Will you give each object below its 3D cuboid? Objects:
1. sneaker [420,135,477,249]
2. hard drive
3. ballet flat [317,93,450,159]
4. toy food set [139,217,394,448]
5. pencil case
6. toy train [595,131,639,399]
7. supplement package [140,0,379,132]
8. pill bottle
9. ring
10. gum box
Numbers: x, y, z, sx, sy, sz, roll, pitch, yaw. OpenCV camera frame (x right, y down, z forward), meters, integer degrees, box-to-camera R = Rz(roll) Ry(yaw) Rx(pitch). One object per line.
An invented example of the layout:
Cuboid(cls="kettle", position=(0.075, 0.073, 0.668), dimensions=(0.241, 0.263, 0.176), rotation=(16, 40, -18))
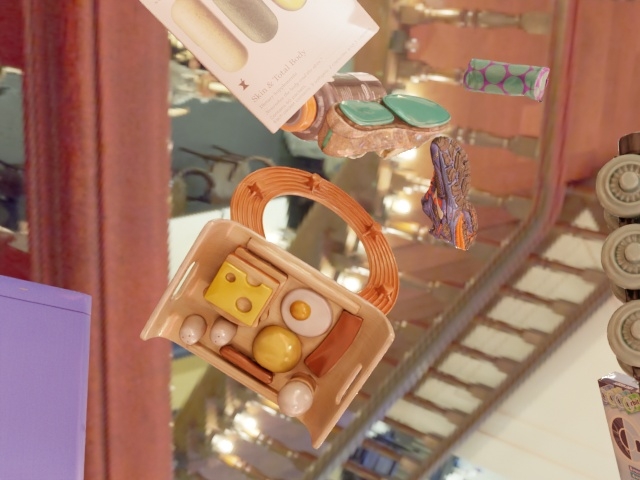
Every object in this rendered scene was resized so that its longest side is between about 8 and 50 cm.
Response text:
Cuboid(cls="sneaker", position=(0.211, -0.079, 1.806), dimensions=(0.083, 0.087, 0.221), rotation=(-50, 137, -46))
Cuboid(cls="hard drive", position=(-0.404, 0.203, 1.356), dimensions=(0.210, 0.040, 0.318), rotation=(16, 59, -36))
Cuboid(cls="ballet flat", position=(0.104, -0.192, 1.812), dimensions=(0.316, 0.107, 0.106), rotation=(-7, 139, -48))
Cuboid(cls="toy food set", position=(-0.079, 0.134, 1.478), dimensions=(0.220, 0.306, 0.092), rotation=(-58, 180, 22))
Cuboid(cls="pencil case", position=(0.342, -0.297, 1.927), dimensions=(0.070, 0.152, 0.064), rotation=(0, 102, -62))
Cuboid(cls="toy train", position=(0.421, 0.025, 1.189), dimensions=(0.142, 0.190, 0.334), rotation=(41, 46, -62))
Cuboid(cls="supplement package", position=(-0.103, -0.320, 1.359), dimensions=(0.199, 0.198, 0.263), rotation=(-44, 122, 4))
Cuboid(cls="pill bottle", position=(0.014, -0.257, 2.004), dimensions=(0.246, 0.130, 0.130), rotation=(-12, 110, -52))
Cuboid(cls="ring", position=(0.000, 0.000, 1.772), dimensions=(0.336, 0.336, 0.032), rotation=(-3, 145, -44))
Cuboid(cls="gum box", position=(0.510, 0.308, 1.611), dimensions=(0.041, 0.157, 0.184), rotation=(-21, 103, -19))
